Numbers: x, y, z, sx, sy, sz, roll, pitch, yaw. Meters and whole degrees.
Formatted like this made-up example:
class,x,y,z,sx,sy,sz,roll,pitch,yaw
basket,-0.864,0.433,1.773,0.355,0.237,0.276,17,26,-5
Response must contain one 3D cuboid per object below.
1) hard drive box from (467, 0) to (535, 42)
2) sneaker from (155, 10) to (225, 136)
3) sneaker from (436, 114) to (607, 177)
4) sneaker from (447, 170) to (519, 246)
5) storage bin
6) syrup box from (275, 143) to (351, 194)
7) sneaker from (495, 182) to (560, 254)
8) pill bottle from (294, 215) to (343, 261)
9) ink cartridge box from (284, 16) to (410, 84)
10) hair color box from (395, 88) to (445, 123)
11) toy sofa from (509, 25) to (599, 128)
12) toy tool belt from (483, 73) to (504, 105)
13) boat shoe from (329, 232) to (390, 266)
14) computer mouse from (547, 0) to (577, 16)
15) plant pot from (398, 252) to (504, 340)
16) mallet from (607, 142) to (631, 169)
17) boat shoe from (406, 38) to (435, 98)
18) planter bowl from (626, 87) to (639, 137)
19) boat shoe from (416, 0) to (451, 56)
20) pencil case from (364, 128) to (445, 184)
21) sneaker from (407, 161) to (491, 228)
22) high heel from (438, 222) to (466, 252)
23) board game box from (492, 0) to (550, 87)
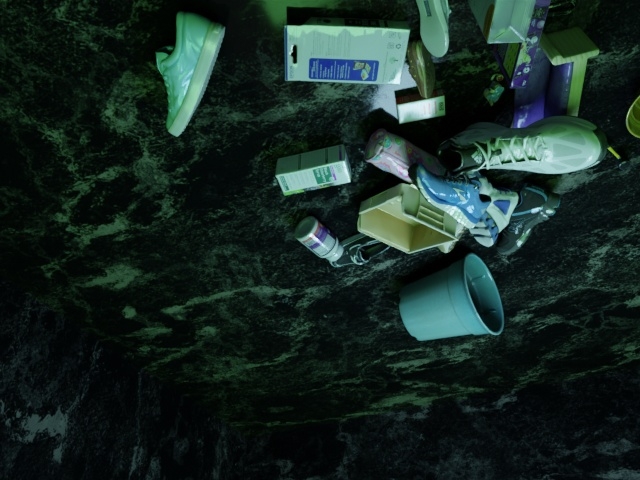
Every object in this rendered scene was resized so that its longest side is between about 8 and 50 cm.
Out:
class,x,y,z,sx,sy,sz,roll,pitch,yaw
hard drive box,0.424,-0.598,1.129,0.089,0.232,0.181,-1,137,2
sneaker,-0.394,-0.469,1.363,0.150,0.135,0.365,24,124,-14
sneaker,0.525,-0.233,1.361,0.448,0.258,0.169,14,125,50
sneaker,0.581,-0.156,1.703,0.182,0.127,0.315,-35,109,-17
storage bin,0.305,-0.075,1.713,0.261,0.123,0.262,22,159,-23
syrup box,-0.022,-0.236,1.629,0.237,0.096,0.093,-10,136,12
sneaker,0.738,-0.082,1.809,0.140,0.125,0.340,30,138,7
pill bottle,0.000,0.000,1.879,0.108,0.108,0.193,-28,131,27
ink cartridge box,0.067,-0.522,1.339,0.333,0.065,0.165,1,138,-3
hair color box,0.305,-0.409,1.478,0.141,0.043,0.072,-8,137,10
toy sofa,0.659,-0.405,1.403,0.177,0.150,0.362,-10,137,9
toy tool belt,0.519,-0.444,1.432,0.052,0.051,0.083,9,137,-10
boat shoe,0.158,0.046,1.933,0.301,0.102,0.108,-28,131,27
computer mouse,0.697,-0.631,1.234,0.242,0.041,0.071,-19,135,20
plant pot,0.533,0.263,2.031,0.334,0.340,0.341,-24,133,35
mallet,0.949,-0.310,1.598,0.190,0.062,0.039,37,126,-15
boat shoe,0.284,-0.490,1.383,0.060,0.064,0.177,15,145,36
planter bowl,1.005,-0.415,1.434,0.218,0.090,0.217,-1,138,0
boat shoe,0.301,-0.591,1.247,0.079,0.081,0.227,25,151,43
pencil case,0.282,-0.257,1.586,0.284,0.124,0.124,24,133,-24
sneaker,0.412,-0.170,1.529,0.330,0.129,0.147,26,116,-30
high heel,0.531,-0.047,1.865,0.186,0.093,0.261,-36,156,-4
board game box,0.494,-0.576,1.172,0.056,0.208,0.346,-5,138,0
